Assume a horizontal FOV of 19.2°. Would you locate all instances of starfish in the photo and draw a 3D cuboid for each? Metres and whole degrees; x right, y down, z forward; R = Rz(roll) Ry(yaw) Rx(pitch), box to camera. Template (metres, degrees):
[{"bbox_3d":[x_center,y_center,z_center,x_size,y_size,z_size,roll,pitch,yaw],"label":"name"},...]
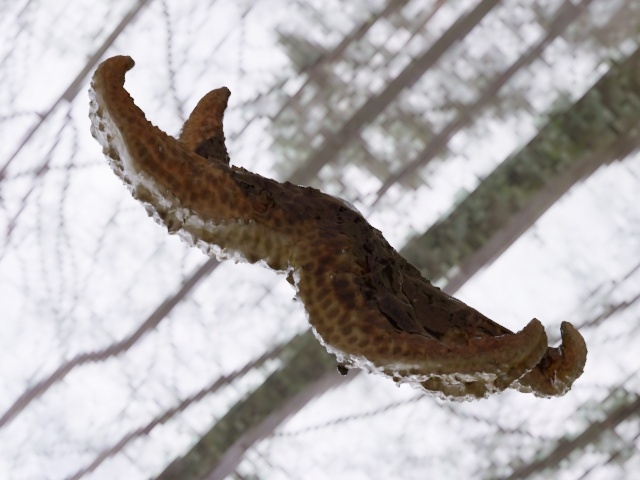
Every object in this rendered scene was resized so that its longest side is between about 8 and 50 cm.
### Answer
[{"bbox_3d":[-0.002,0.001,0.802,0.238,0.071,0.216,35,180,-24],"label":"starfish"}]
